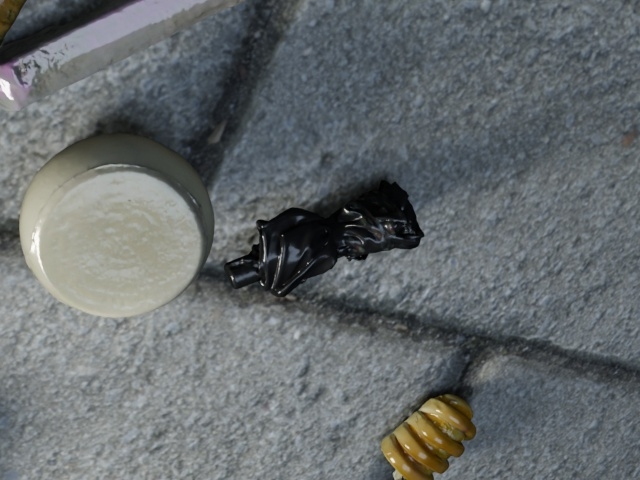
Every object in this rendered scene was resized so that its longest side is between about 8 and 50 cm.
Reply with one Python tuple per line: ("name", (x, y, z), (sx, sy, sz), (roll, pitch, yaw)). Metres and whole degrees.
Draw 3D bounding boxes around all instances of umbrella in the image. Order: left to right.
("umbrella", (0.001, -0.001, 1.701), (0.272, 0.110, 0.122), (-18, 165, -12))

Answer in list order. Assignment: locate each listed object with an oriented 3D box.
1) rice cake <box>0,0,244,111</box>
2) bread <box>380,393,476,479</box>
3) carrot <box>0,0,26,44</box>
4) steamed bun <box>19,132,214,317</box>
("rice cake", (-0.200, -0.259, 1.435), (0.399, 0.064, 0.070), (-28, 126, -5))
("bread", (0.177, 0.328, 2.047), (0.177, 0.084, 0.119), (-45, 131, 5))
("carrot", (-0.324, -0.302, 1.344), (0.078, 0.078, 0.298), (27, 105, -38))
("steamed bun", (-0.247, -0.027, 1.531), (0.232, 0.145, 0.231), (-5, 117, -10))
